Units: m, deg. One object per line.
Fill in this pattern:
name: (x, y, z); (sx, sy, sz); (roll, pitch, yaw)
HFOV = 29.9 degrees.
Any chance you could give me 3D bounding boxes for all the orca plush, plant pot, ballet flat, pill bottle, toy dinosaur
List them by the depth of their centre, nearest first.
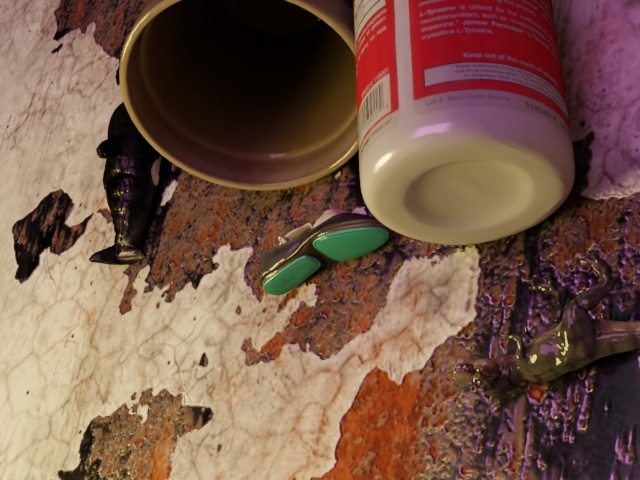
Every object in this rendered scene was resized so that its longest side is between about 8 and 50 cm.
toy dinosaur: (0.259, 0.082, 1.213); (0.268, 0.064, 0.118); (-19, 61, 32)
pill bottle: (0.153, -0.220, 1.359); (0.229, 0.229, 0.407); (-23, 53, 33)
ballet flat: (0.000, 0.000, 1.496); (0.203, 0.074, 0.074); (-29, 50, 32)
plant pot: (-0.074, -0.276, 1.583); (0.323, 0.323, 0.280); (-26, 35, 31)
orca plush: (-0.317, -0.105, 1.828); (0.151, 0.102, 0.287); (-6, 63, 41)
